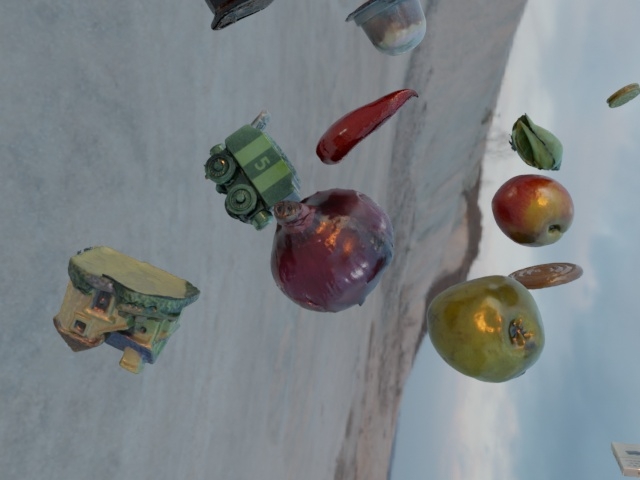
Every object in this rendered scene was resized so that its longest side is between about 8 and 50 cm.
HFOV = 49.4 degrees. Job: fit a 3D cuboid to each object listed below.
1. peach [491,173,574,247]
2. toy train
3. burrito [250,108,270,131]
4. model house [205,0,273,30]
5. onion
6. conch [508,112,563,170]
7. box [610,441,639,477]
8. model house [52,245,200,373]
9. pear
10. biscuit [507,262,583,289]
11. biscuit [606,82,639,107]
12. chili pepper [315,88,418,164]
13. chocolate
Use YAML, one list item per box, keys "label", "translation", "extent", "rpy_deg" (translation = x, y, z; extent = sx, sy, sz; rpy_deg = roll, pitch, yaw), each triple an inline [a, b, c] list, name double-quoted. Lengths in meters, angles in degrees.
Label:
- label: "peach"
  translation: [0.539, -0.080, 1.769]
  extent: [0.192, 0.190, 0.190]
  rpy_deg: [57, -16, 33]
- label: "toy train"
  translation: [-0.199, -0.184, 2.055]
  extent: [0.299, 0.238, 0.167]
  rpy_deg: [56, 1, 13]
- label: "burrito"
  translation: [-0.242, -0.377, 2.426]
  extent: [0.203, 0.064, 0.064]
  rpy_deg: [-48, 164, -10]
- label: "model house"
  translation: [-0.235, -0.675, 1.836]
  extent: [0.141, 0.203, 0.164]
  rpy_deg: [-42, 110, -83]
- label: "onion"
  translation: [0.000, 0.000, 1.795]
  extent: [0.385, 0.348, 0.347]
  rpy_deg: [42, 49, -48]
- label: "conch"
  translation: [0.529, -0.222, 1.683]
  extent: [0.095, 0.201, 0.079]
  rpy_deg: [-48, -157, 27]
- label: "box"
  translation: [0.727, 0.504, 1.597]
  extent: [0.167, 0.090, 0.024]
  rpy_deg: [-14, 105, -75]
- label: "model house"
  translation: [-0.516, 0.192, 1.784]
  extent: [0.261, 0.321, 0.266]
  rpy_deg: [-51, 165, -78]
- label: "pear"
  translation: [0.427, 0.231, 1.883]
  extent: [0.375, 0.288, 0.287]
  rpy_deg: [-165, -102, -64]
- label: "biscuit"
  translation: [0.752, 0.116, 2.353]
  extent: [0.262, 0.262, 0.037]
  rpy_deg: [-51, 130, -77]
- label: "biscuit"
  translation: [0.752, -0.358, 1.722]
  extent: [0.084, 0.084, 0.023]
  rpy_deg: [66, 1, -75]
- label: "chili pepper"
  translation: [0.086, -0.267, 1.750]
  extent: [0.368, 0.137, 0.091]
  rpy_deg: [-26, -99, 53]
- label: "chocolate"
  translation: [0.178, -0.516, 1.637]
  extent: [0.147, 0.221, 0.221]
  rpy_deg: [58, 11, -3]
